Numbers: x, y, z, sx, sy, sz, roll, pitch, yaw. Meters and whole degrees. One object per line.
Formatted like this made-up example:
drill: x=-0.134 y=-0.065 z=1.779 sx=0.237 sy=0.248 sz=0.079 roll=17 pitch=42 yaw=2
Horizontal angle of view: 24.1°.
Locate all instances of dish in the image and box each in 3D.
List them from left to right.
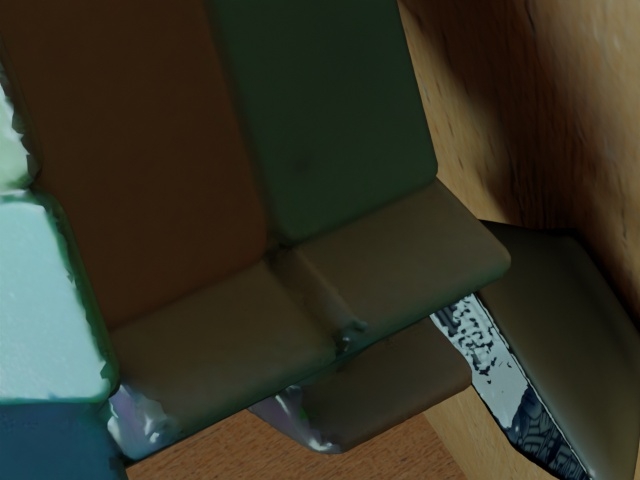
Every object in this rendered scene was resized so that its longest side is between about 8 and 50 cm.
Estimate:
dish: x=0.122 y=0.047 z=0.885 sx=0.182 sy=0.080 sz=0.243 roll=58 pitch=176 yaw=-3

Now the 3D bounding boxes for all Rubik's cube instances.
Rubik's cube: x=-0.128 y=-0.032 z=0.715 sx=0.368 sy=0.358 sz=0.387 roll=48 pitch=153 yaw=33
